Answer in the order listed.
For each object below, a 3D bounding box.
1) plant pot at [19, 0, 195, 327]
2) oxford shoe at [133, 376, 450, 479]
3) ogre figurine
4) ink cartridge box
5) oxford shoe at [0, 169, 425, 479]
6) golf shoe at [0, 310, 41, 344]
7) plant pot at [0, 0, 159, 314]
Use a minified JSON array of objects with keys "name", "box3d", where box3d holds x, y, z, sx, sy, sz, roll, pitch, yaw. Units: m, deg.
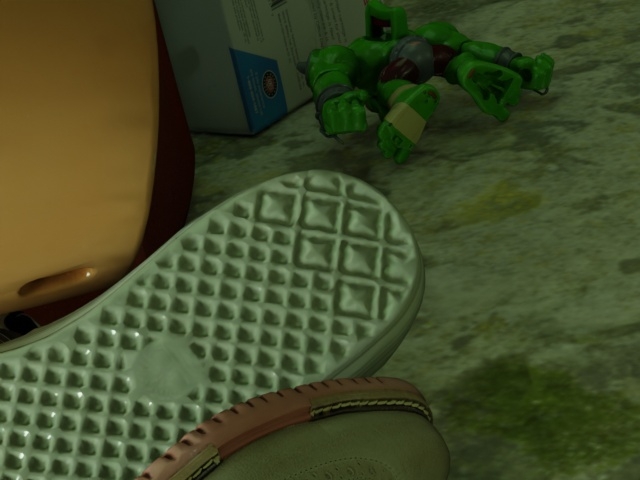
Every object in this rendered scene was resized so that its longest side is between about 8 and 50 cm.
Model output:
[{"name":"plant pot","box3d":[-0.230,-0.070,1.279,0.267,0.267,0.236,-14,35,-2]},{"name":"oxford shoe","box3d":[-0.055,0.184,0.788,0.146,0.140,0.397,39,43,23]},{"name":"ogre figurine","box3d":[0.071,-0.128,1.427,0.197,0.097,0.118,-32,39,-14]},{"name":"ink cartridge box","box3d":[-0.042,-0.196,1.571,0.086,0.148,0.203,4,27,38]},{"name":"oxford shoe","box3d":[-0.137,0.118,0.953,0.449,0.130,0.169,-32,73,-22]},{"name":"golf shoe","box3d":[-0.203,0.082,1.089,0.094,0.077,0.198,-20,9,-18]},{"name":"plant pot","box3d":[-0.209,-0.075,1.012,0.203,0.291,0.291,0,19,-19]}]
